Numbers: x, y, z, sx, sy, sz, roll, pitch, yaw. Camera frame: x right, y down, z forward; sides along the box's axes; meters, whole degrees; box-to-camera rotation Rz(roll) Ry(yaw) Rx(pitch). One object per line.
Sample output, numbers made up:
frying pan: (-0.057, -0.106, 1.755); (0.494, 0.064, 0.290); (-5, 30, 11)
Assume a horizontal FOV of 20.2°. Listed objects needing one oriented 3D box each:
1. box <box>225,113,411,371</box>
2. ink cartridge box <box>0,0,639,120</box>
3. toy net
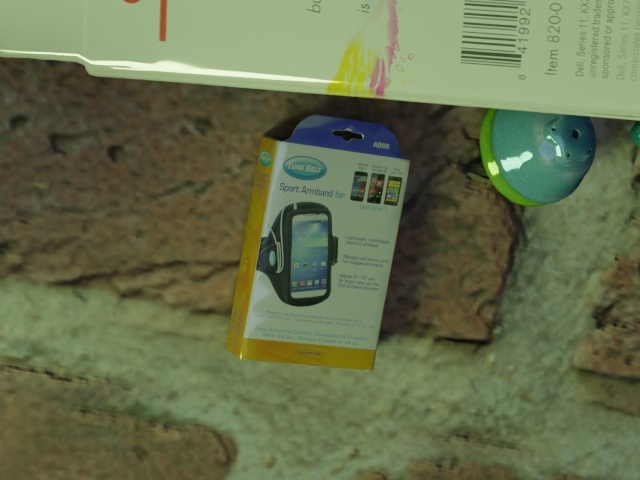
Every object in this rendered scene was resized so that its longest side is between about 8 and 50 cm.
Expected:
box: (0.000, 0.000, 0.976); (0.081, 0.028, 0.136); (7, 95, -24)
ink cartridge box: (0.007, -0.173, 0.841); (0.353, 0.119, 0.207); (6, 101, 12)
toy net: (0.201, -0.057, 1.045); (0.232, 0.045, 0.122); (19, 72, -28)
